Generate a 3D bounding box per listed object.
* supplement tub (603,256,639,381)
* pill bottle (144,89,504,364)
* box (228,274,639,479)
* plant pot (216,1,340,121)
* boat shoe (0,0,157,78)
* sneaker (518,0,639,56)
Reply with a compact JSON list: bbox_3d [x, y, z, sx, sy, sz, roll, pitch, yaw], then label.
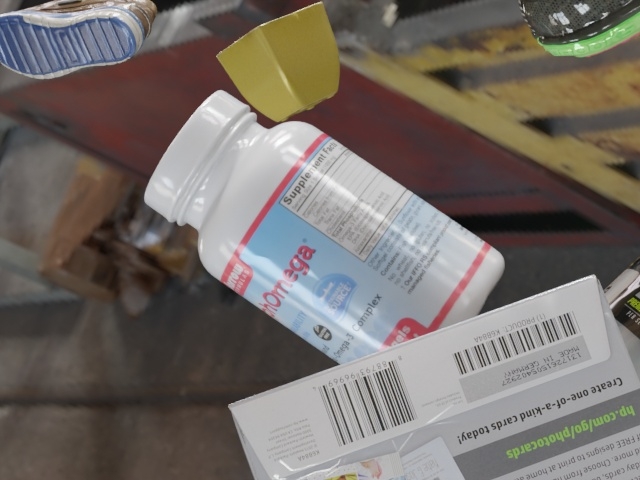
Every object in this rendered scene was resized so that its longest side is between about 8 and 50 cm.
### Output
[{"bbox_3d":[0.318,0.054,1.058,0.316,0.193,0.193,-43,31,-1],"label":"supplement tub"},{"bbox_3d":[0.000,0.000,0.721,0.087,0.160,0.087,-56,-3,-5],"label":"pill bottle"},{"bbox_3d":[0.065,0.124,0.551,0.038,0.145,0.186,92,158,-79],"label":"box"},{"bbox_3d":[-0.029,-0.159,1.402,0.081,0.083,0.081,-28,3,-36],"label":"plant pot"},{"bbox_3d":[-0.229,-0.193,1.412,0.183,0.066,0.066,4,35,30],"label":"boat shoe"},{"bbox_3d":[0.237,-0.361,1.054,0.483,0.202,0.185,-68,25,8],"label":"sneaker"}]
